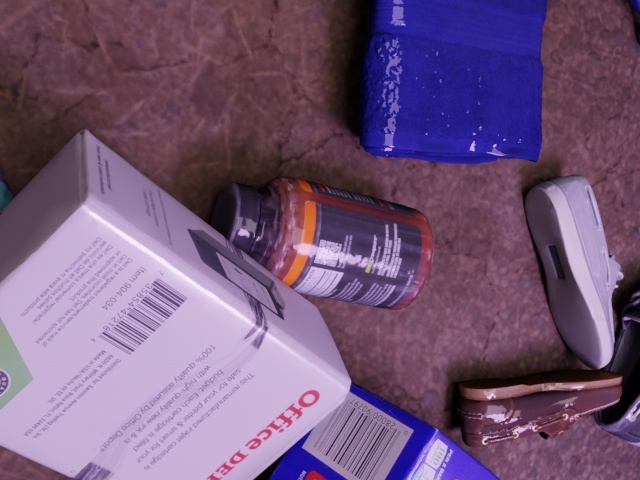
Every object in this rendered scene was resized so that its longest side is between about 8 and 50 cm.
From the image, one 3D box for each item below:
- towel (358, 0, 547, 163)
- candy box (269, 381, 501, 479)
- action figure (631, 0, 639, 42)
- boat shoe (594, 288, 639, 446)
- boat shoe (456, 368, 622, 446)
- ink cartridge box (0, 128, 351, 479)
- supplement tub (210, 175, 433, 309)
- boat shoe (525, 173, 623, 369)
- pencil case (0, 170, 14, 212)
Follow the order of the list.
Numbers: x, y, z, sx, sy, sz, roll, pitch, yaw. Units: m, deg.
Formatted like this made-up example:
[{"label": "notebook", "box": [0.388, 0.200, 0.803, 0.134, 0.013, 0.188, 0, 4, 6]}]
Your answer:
[{"label": "towel", "box": [0.134, -0.234, 0.794, 0.227, 0.076, 0.309, 1, 94, -32]}, {"label": "candy box", "box": [0.054, 0.308, 0.716, 0.268, 0.122, 0.317, -57, 141, -10]}, {"label": "action figure", "box": [0.387, -0.307, 0.869, 0.091, 0.139, 0.280, -46, 109, -15]}, {"label": "boat shoe", "box": [0.415, 0.099, 0.940, 0.102, 0.108, 0.301, 24, 92, -26]}, {"label": "boat shoe", "box": [0.248, 0.188, 0.883, 0.206, 0.073, 0.073, -4, 90, -15]}, {"label": "ink cartridge box", "box": [-0.141, 0.083, 0.609, 0.198, 0.115, 0.273, -42, 125, 11]}, {"label": "supplement tub", "box": [0.000, 0.000, 0.731, 0.197, 0.106, 0.106, 13, 89, -25]}, {"label": "boat shoe", "box": [0.305, 0.033, 0.890, 0.081, 0.079, 0.228, -22, 101, -17]}, {"label": "pencil case", "box": [-0.287, -0.064, 0.610, 0.064, 0.070, 0.152, -25, 106, -21]}]
